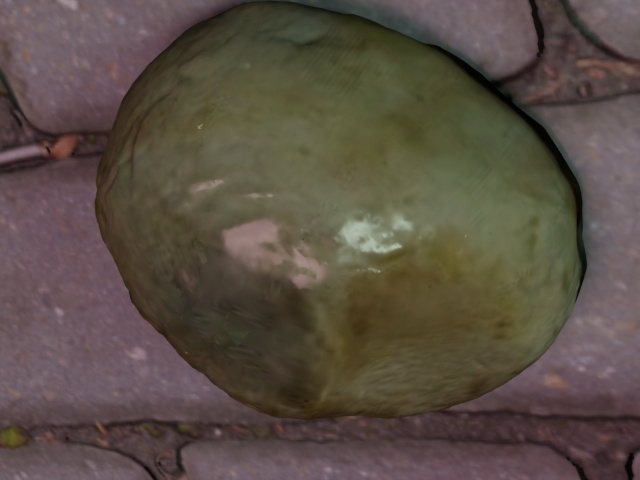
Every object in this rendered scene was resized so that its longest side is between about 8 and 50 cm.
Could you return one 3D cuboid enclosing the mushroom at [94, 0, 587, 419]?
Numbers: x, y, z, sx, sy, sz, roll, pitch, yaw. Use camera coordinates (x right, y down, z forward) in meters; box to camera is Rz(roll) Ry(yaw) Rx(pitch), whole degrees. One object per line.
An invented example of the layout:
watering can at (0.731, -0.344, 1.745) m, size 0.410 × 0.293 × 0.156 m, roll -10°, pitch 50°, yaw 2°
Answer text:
mushroom at (0.007, -0.001, 1.030) m, size 0.267 × 0.164 × 0.189 m, roll 46°, pitch 134°, yaw -8°
